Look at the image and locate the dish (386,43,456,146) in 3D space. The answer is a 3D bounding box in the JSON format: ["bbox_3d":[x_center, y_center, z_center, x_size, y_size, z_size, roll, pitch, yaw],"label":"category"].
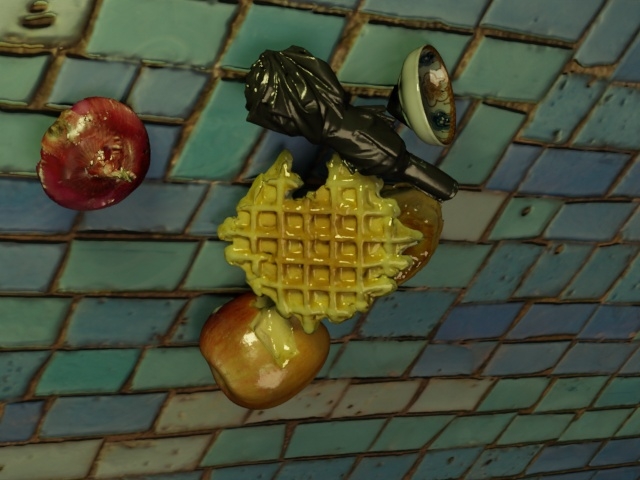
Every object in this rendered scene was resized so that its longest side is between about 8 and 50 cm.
[{"bbox_3d":[0.124,-0.190,1.839,0.078,0.141,0.141,-9,150,24],"label":"dish"}]

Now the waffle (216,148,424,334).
[{"bbox_3d":[-0.001,0.001,1.890,0.250,0.056,0.261,44,112,-6],"label":"waffle"}]

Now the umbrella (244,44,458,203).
[{"bbox_3d":[0.047,-0.139,1.775,0.340,0.118,0.118,30,115,-26],"label":"umbrella"}]

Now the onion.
[{"bbox_3d":[-0.263,-0.092,1.661,0.150,0.140,0.150,-23,132,-29],"label":"onion"}]

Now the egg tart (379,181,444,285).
[{"bbox_3d":[0.069,-0.003,2.011,0.241,0.106,0.241,-21,143,-17],"label":"egg tart"}]

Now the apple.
[{"bbox_3d":[-0.080,0.163,2.055,0.199,0.199,0.199,-18,141,-15],"label":"apple"}]
